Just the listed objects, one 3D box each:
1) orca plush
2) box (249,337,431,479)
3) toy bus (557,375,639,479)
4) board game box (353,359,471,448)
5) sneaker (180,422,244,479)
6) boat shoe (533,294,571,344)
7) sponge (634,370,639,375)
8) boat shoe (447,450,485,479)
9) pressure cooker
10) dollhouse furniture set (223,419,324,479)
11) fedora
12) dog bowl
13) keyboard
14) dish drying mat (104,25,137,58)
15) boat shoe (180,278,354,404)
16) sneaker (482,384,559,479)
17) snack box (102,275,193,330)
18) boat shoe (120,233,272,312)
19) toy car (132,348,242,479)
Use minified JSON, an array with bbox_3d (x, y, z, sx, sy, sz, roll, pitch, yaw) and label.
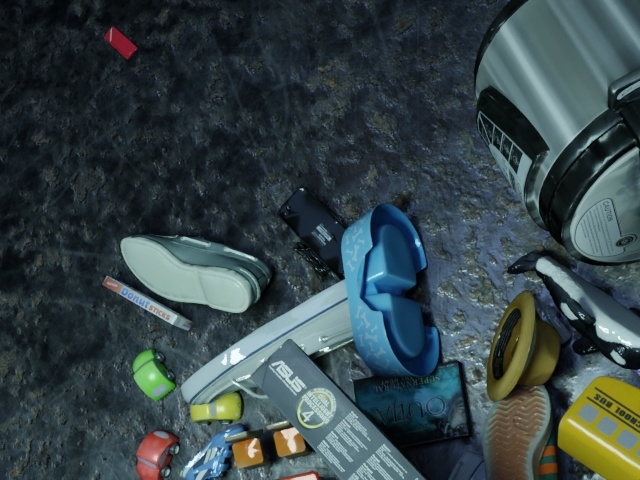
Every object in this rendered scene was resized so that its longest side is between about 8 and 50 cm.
[{"bbox_3d":[0.397,0.126,1.760,0.287,0.151,0.102,36,114,33],"label":"orca plush"},{"bbox_3d":[0.095,0.346,1.646,0.097,0.318,0.395,-45,49,-3],"label":"box"},{"bbox_3d":[0.516,0.327,1.638,0.332,0.108,0.130,33,65,28],"label":"toy bus"},{"bbox_3d":[0.150,0.276,1.880,0.186,0.026,0.126,-14,69,19],"label":"board game box"},{"bbox_3d":[-0.176,0.377,1.980,0.144,0.053,0.059,-47,68,10],"label":"sneaker"},{"bbox_3d":[0.367,0.123,1.832,0.035,0.035,0.100,-25,60,-15],"label":"boat shoe"},{"bbox_3d":[0.567,0.204,1.719,0.117,0.031,0.210,-47,63,4],"label":"sponge"},{"bbox_3d":[0.206,0.437,1.790,0.075,0.083,0.226,26,78,43],"label":"boat shoe"},{"bbox_3d":[0.453,-0.167,1.657,0.375,0.369,0.420,-56,44,40],"label":"pressure cooker"},{"bbox_3d":[-0.116,0.442,1.855,0.259,0.135,0.262,-17,77,13],"label":"dollhouse furniture set"},{"bbox_3d":[0.321,0.171,1.772,0.079,0.194,0.194,18,81,-4],"label":"fedora"},{"bbox_3d":[0.110,0.088,1.881,0.074,0.166,0.297,-21,66,33],"label":"dog bowl"},{"bbox_3d":[0.000,0.000,2.025,0.100,0.038,0.192,-43,72,-1],"label":"keyboard"},{"bbox_3d":[-0.409,-0.405,2.332,0.032,0.008,0.083,-48,63,3],"label":"dish drying mat"},{"bbox_3d":[-0.053,0.214,1.938,0.367,0.136,0.156,-31,82,0],"label":"boat shoe"},{"bbox_3d":[0.309,0.357,1.730,0.108,0.121,0.302,-9,41,25],"label":"sneaker"},{"bbox_3d":[-0.319,0.116,2.108,0.178,0.064,0.022,26,87,27],"label":"snack box"},{"bbox_3d":[-0.229,0.046,2.092,0.319,0.116,0.099,16,38,33],"label":"boat shoe"},{"bbox_3d":[-0.280,0.288,2.047,0.239,0.053,0.225,-40,64,8],"label":"toy car"}]
